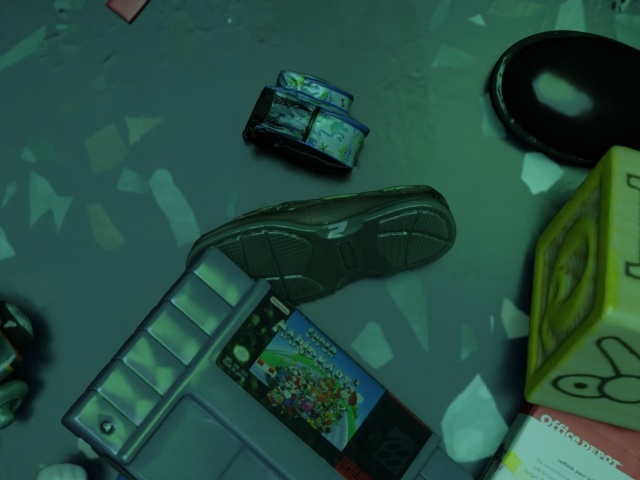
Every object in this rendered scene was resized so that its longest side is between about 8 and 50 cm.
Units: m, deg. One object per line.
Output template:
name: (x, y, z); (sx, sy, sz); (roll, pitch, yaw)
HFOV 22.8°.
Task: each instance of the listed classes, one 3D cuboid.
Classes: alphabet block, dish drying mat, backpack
alphabet block: (0.319, 0.057, 1.477); (0.197, 0.192, 0.193); (16, 55, -10)
dish drying mat: (-0.181, -0.263, 1.622); (0.032, 0.008, 0.083); (38, 87, 3)
backpack: (-0.009, -0.117, 1.567); (0.114, 0.105, 0.084); (25, 87, -4)

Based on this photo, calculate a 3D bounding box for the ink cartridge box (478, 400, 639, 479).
ink cartridge box: (0.233, 0.242, 1.558); (0.134, 0.078, 0.231); (32, 86, 1)

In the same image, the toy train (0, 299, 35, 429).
toy train: (-0.420, 0.168, 1.490); (0.334, 0.190, 0.142); (-38, 75, -3)

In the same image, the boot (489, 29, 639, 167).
boot: (0.342, -0.132, 1.493); (0.348, 0.260, 0.131); (15, 85, 0)

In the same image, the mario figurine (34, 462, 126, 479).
mario figurine: (-0.186, 0.322, 1.498); (0.198, 0.170, 0.320); (19, 76, 35)

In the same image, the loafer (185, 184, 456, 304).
loafer: (0.000, 0.000, 1.583); (0.267, 0.084, 0.096); (-10, 117, 2)

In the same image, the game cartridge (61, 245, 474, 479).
game cartridge: (-0.040, 0.197, 1.504); (0.355, 0.068, 0.230); (42, 70, -10)
